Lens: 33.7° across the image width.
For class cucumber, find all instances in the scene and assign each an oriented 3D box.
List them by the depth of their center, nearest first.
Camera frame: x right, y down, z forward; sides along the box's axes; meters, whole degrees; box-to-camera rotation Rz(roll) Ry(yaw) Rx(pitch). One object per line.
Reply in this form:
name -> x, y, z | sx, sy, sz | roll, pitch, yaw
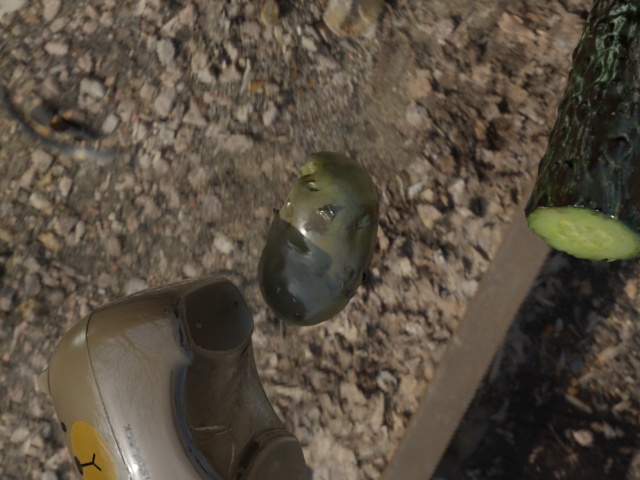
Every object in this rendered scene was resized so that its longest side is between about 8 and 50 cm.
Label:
cucumber -> 0.185, -0.116, 0.617 | 0.067, 0.293, 0.067 | 17, 148, 11

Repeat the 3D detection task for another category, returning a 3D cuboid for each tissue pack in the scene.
tissue pack -> -0.210, 0.259, 1.497 | 0.277, 0.267, 0.387 | -19, 93, 25

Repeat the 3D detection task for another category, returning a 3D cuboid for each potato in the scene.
potato -> 0.000, 0.000, 1.545 | 0.165, 0.165, 0.262 | 12, 105, -8
